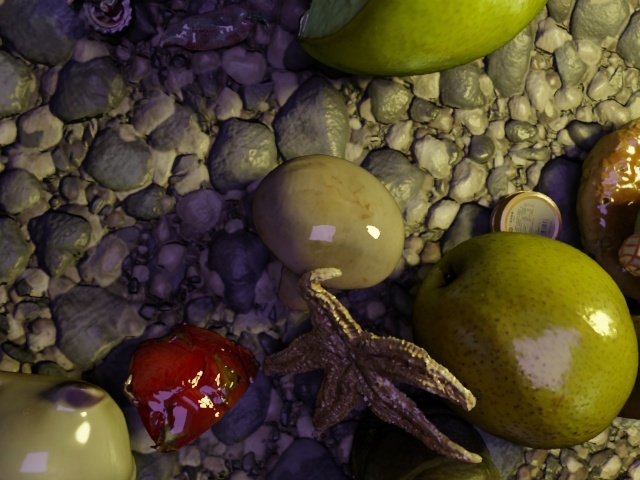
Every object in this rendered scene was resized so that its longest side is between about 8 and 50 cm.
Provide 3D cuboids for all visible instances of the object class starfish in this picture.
[{"bbox_3d":[0.043,0.174,0.665,0.299,0.302,0.060,50,46,-5],"label":"starfish"}]

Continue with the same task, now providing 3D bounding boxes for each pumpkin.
[{"bbox_3d":[0.143,0.395,0.697,0.242,0.232,0.324,-13,91,-5],"label":"pumpkin"}]

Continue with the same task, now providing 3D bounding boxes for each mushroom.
[{"bbox_3d":[0.014,-0.012,0.696,0.207,0.209,0.206,-2,52,3],"label":"mushroom"}]

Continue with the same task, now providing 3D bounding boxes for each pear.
[{"bbox_3d":[0.259,0.122,0.676,0.295,0.294,0.294,0,92,-9],"label":"pear"},{"bbox_3d":[0.173,-0.352,0.643,0.318,0.239,0.342,11,97,-39],"label":"pear"}]

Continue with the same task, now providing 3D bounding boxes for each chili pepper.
[{"bbox_3d":[-0.148,-0.293,0.716,0.153,0.041,0.050,-13,74,8],"label":"chili pepper"}]

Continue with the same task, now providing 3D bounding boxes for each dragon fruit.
[{"bbox_3d":[-0.167,0.182,0.694,0.161,0.127,0.120,-25,105,-8],"label":"dragon fruit"}]

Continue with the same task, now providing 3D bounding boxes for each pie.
[{"bbox_3d":[0.556,-0.052,0.808,0.340,0.083,0.339,0,92,-8],"label":"pie"}]

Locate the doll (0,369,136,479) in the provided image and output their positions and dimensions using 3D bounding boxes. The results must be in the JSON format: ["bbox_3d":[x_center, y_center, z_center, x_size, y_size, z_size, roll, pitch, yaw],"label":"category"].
[{"bbox_3d":[-0.343,0.345,0.633,0.215,0.226,0.370,5,81,22],"label":"doll"}]

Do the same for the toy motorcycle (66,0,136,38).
[{"bbox_3d":[-0.262,-0.382,0.677,0.123,0.080,0.215,33,92,-8],"label":"toy motorcycle"}]

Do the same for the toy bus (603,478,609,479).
[{"bbox_3d":[0.557,0.472,0.824,0.235,0.096,0.073,32,86,-8],"label":"toy bus"}]

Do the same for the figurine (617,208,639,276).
[{"bbox_3d":[0.501,0.066,0.668,0.282,0.167,0.369,12,82,-7],"label":"figurine"}]

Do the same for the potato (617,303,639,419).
[{"bbox_3d":[0.514,0.196,0.781,0.204,0.158,0.178,-10,93,-4],"label":"potato"}]

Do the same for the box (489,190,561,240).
[{"bbox_3d":[0.317,-0.025,0.798,0.106,0.037,0.105,0,92,-9],"label":"box"}]
